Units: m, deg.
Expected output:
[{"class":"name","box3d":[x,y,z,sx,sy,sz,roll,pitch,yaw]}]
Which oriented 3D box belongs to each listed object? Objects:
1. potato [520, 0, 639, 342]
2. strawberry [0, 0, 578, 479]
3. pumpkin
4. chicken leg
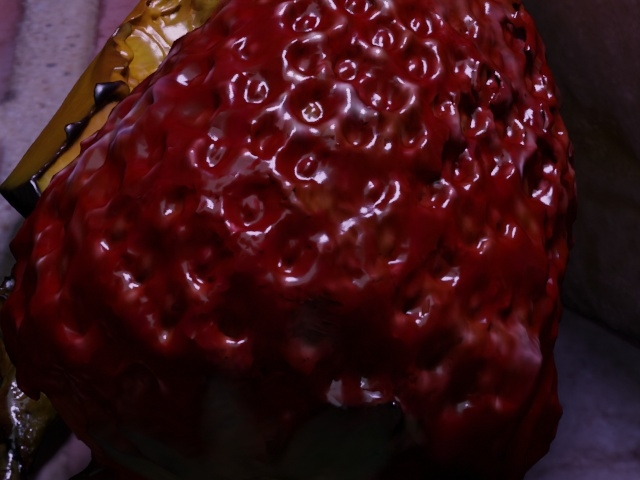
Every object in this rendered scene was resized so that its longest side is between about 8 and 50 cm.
[{"class":"potato","box3d":[0.273,-0.126,1.082,0.296,0.397,0.290,-37,91,-30]},{"class":"strawberry","box3d":[-0.007,0.012,0.983,0.291,0.292,0.310,2,46,7]},{"class":"pumpkin","box3d":[-0.079,-0.061,1.216,0.169,0.148,0.312,39,53,-13]},{"class":"chicken leg","box3d":[-0.172,0.080,1.101,0.093,0.070,0.178,-2,53,11]}]
